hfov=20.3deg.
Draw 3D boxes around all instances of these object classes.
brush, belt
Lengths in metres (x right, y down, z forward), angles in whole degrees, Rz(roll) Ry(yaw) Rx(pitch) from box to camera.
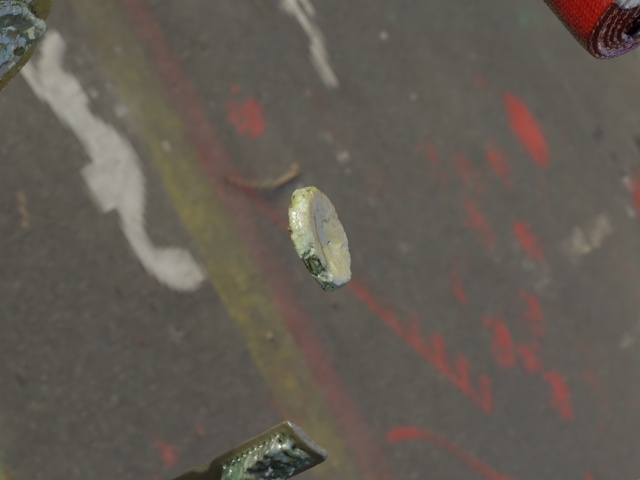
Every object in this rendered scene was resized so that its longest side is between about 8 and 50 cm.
[{"bbox_3d":[-0.059,0.146,1.045,0.034,0.190,0.027,41,54,-13],"label":"brush"},{"bbox_3d":[0.328,-0.275,1.809,0.128,0.201,0.124,21,31,-58],"label":"belt"}]

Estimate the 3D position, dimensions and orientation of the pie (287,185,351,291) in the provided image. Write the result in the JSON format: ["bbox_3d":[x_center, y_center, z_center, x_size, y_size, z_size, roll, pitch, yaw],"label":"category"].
[{"bbox_3d":[0.000,0.000,1.366,0.084,0.020,0.084,49,31,-44],"label":"pie"}]

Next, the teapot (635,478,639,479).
[{"bbox_3d":[0.373,0.354,1.558,0.300,0.253,0.344,33,-2,-36],"label":"teapot"}]

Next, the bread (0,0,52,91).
[{"bbox_3d":[-0.351,-0.206,1.666,0.124,0.186,0.257,38,36,17],"label":"bread"}]
